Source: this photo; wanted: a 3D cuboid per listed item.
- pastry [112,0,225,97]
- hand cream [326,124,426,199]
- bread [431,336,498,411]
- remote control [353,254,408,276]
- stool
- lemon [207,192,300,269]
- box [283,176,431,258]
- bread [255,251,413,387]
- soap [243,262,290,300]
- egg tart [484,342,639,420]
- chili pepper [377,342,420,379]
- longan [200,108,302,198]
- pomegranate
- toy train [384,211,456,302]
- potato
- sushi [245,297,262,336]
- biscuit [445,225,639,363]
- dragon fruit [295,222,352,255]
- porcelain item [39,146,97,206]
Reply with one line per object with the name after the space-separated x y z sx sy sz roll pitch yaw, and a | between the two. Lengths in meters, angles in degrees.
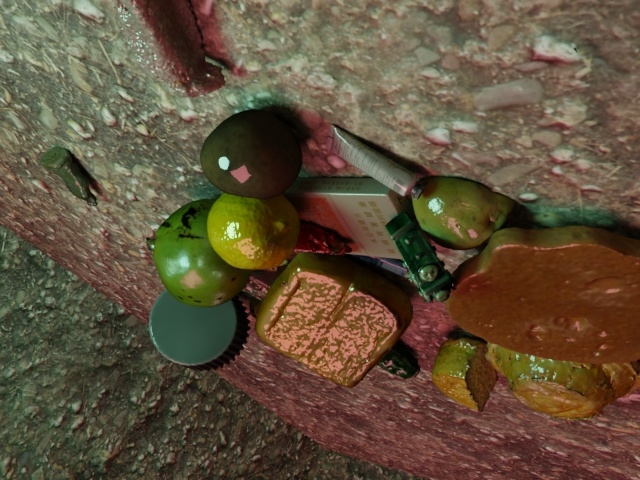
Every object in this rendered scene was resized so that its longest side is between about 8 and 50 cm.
-0.251 -0.338 0.892 0.112 0.103 0.265 20 152 31 | pastry
0.093 -0.133 0.991 0.194 0.042 0.067 35 157 13 | hand cream
0.357 0.331 1.452 0.139 0.143 0.229 8 145 33 | bread
0.123 0.039 1.287 0.152 0.027 0.043 23 149 6 | remote control
-0.372 0.257 1.762 0.297 0.297 0.330 27 168 2 | stool
-0.131 -0.026 1.134 0.193 0.181 0.181 -1 143 25 | lemon
0.028 -0.048 1.191 0.365 0.051 0.205 5 146 38 | box
0.028 0.175 1.406 0.328 0.148 0.337 28 126 -2 | bread
-0.108 0.132 1.590 0.273 0.098 0.218 29 153 0 | soap
0.518 0.295 1.251 0.341 0.132 0.341 21 151 12 | egg tart
0.162 0.303 1.647 0.270 0.099 0.136 39 177 -34 | chili pepper
-0.125 -0.151 1.023 0.187 0.167 0.167 -12 136 29 | longan
-0.242 0.026 1.384 0.340 0.261 0.260 -5 150 -1 | pomegranate
0.176 0.034 1.009 0.111 0.071 0.170 53 -171 -34 | toy train
0.227 -0.050 0.970 0.120 0.081 0.149 37 153 -22 | potato
-0.169 0.267 1.850 0.131 0.139 0.291 28 156 18 | sushi
0.424 0.100 1.001 0.385 0.062 0.365 16 144 0 | biscuit
0.000 -0.004 1.199 0.131 0.063 0.097 4 179 39 | dragon fruit
-0.702 -0.170 1.645 0.081 0.069 0.216 2 145 20 | porcelain item
